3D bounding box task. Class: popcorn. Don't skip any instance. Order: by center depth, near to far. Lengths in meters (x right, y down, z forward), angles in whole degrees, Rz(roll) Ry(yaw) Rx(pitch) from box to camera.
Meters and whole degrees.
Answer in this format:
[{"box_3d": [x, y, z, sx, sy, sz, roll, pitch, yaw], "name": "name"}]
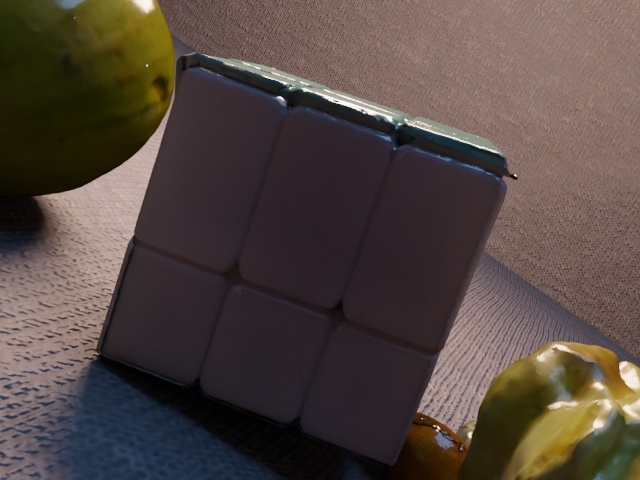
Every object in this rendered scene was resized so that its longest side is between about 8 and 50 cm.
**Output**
[{"box_3d": [0.169, 0.187, 0.474, 0.259, 0.212, 0.259, 34, 0, 0], "name": "popcorn"}]

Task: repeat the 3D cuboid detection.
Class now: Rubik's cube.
[{"box_3d": [0.000, 0.000, 0.639, 0.224, 0.221, 0.231, 20, 12, 6], "name": "Rubik's cube"}]

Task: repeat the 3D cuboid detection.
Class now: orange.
[{"box_3d": [0.081, 0.174, 0.656, 0.086, 0.062, 0.086, 42, -17, 16], "name": "orange"}]

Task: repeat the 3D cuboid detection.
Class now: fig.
[{"box_3d": [-0.245, -0.136, 0.665, 0.239, 0.239, 0.271, 32, 39, -6], "name": "fig"}]

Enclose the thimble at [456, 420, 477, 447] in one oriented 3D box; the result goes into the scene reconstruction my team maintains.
[{"box_3d": [0.145, 0.201, 0.721, 0.084, 0.062, 0.110, 35, 11, 9], "name": "thimble"}]
